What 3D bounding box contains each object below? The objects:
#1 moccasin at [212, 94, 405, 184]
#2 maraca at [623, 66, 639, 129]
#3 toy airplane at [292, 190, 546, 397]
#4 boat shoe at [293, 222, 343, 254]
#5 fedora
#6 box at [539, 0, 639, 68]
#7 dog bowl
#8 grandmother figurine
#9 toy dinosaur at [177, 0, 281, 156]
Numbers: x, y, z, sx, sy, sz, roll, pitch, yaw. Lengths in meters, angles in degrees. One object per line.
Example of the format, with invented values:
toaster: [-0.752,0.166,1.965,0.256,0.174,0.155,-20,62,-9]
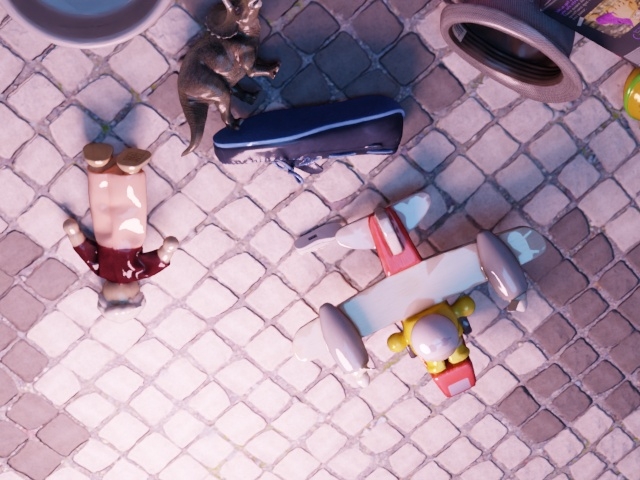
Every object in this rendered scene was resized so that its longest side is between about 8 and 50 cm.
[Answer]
moccasin: [-0.014,-0.163,2.007,0.342,0.138,0.117,-8,122,-5]
maraca: [0.616,-0.263,2.091,0.127,0.099,0.185,-33,143,10]
toy airplane: [0.184,0.108,2.101,0.384,0.272,0.386,17,113,-17]
boat shoe: [0.000,0.000,2.153,0.100,0.035,0.035,-25,145,-1]
fedora: [0.340,-0.358,1.948,0.275,0.244,0.124,29,80,-13]
box: [0.495,-0.423,1.895,0.270,0.165,0.143,22,143,-32]
dog bowl: [-0.375,-0.463,1.810,0.348,0.102,0.349,-4,118,-8]
grandmother figurine: [-0.355,0.001,2.058,0.208,0.104,0.342,14,120,14]
toy dinosaur: [-0.168,-0.290,1.945,0.160,0.121,0.313,34,112,-11]
